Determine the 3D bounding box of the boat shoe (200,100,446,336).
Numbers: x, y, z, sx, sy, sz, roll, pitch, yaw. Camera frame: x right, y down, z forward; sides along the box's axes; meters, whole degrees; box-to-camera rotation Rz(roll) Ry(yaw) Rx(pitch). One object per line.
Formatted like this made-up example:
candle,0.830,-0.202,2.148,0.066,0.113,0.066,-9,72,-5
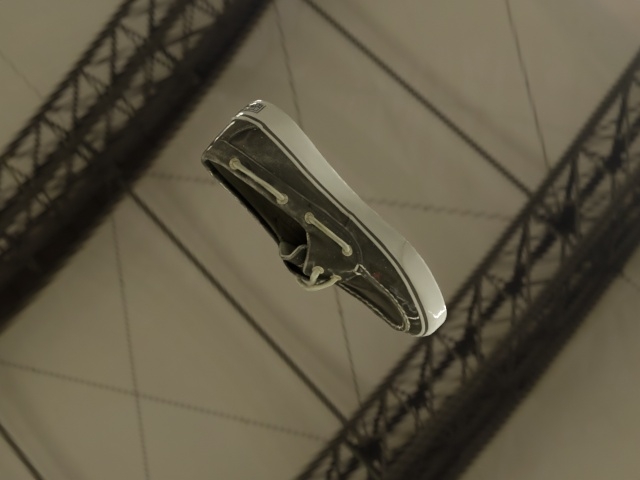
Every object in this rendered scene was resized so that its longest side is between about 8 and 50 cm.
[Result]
boat shoe,0.000,0.000,1.168,0.219,0.078,0.070,46,-116,-9
